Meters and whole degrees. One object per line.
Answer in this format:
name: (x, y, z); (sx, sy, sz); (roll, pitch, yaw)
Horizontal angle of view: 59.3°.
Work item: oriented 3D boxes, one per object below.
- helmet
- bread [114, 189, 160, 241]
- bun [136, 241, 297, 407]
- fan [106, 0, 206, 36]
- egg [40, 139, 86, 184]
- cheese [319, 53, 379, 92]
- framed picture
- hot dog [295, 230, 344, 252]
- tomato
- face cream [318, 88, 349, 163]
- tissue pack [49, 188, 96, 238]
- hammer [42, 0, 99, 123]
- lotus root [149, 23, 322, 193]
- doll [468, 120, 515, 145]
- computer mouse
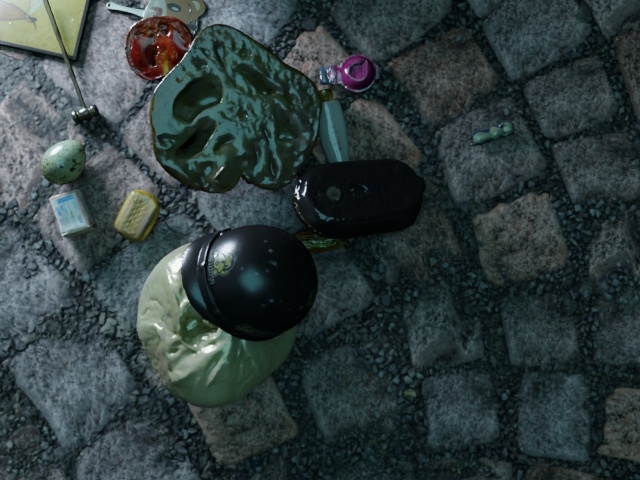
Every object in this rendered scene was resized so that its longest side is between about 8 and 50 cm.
helmet: (-0.111, 0.067, 1.085); (0.278, 0.160, 0.231); (20, 60, -42)
bread: (-0.414, -0.056, 1.282); (0.082, 0.056, 0.115); (25, 91, -4)
bun: (-0.220, 0.174, 1.205); (0.360, 0.213, 0.362); (2, 82, -11)
fan: (-0.394, -0.533, 1.336); (0.226, 0.008, 0.153); (13, 86, -6)
egg: (-0.573, -0.176, 1.258); (0.085, 0.085, 0.110); (27, 78, -4)
cheese: (0.070, -0.403, 1.363); (0.144, 0.038, 0.095); (-4, 86, 0)
framed picture: (-0.707, -0.572, 1.301); (0.338, 0.014, 0.256); (12, 86, -5)
hot dog: (0.000, 0.000, 1.329); (0.132, 0.041, 0.057); (-6, 88, -6)
tomato: (-0.358, -0.439, 1.289); (0.159, 0.091, 0.139); (-13, 111, 7)
face cream: (0.026, -0.269, 1.343); (0.072, 0.051, 0.182); (-14, 89, -8)
tissue pack: (-0.559, -0.061, 1.265); (0.074, 0.059, 0.095); (-19, 89, -9)
hammer: (-0.584, -0.415, 1.288); (0.058, 0.029, 0.293); (-19, 93, -6)
lotus root: (-0.190, -0.284, 1.256); (0.390, 0.111, 0.375); (-17, 99, -13)
doll: (0.426, -0.265, 1.397); (0.125, 0.027, 0.037); (-20, 96, -7)
computer mouse: (0.087, -0.097, 1.306); (0.322, 0.116, 0.183); (-7, 76, -18)
